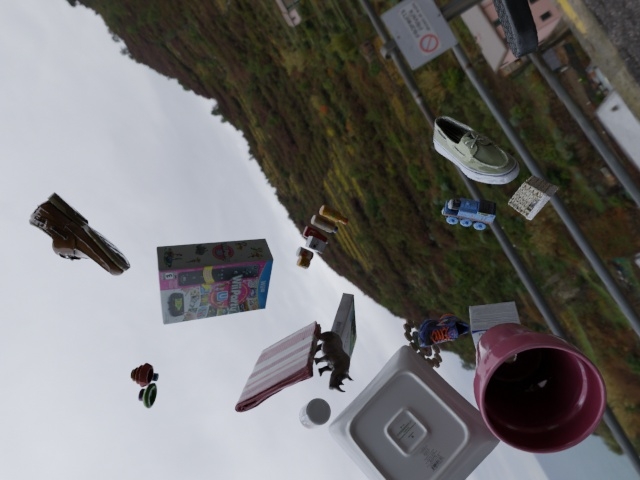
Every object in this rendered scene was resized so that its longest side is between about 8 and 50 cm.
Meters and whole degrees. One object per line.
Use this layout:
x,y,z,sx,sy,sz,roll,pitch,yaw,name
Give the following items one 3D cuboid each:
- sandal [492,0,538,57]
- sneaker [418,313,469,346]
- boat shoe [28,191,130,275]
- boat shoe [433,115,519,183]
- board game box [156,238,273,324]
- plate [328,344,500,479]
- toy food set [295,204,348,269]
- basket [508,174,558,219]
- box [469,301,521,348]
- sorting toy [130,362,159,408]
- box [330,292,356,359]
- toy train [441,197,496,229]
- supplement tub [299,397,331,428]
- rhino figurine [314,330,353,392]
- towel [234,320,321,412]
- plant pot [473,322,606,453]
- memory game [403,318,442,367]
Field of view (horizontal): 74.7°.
0.362,-0.590,0.813,0.445,0.107,0.167,66,-157,-11,sandal
0.401,0.293,1.366,0.087,0.221,0.083,6,107,53,sneaker
-0.608,0.007,1.057,0.307,0.104,0.110,36,163,20,boat shoe
0.415,-0.255,1.169,0.302,0.109,0.094,47,173,45,boat shoe
-0.304,0.116,1.209,0.097,0.304,0.223,-117,30,-42,board game box
0.191,0.413,0.908,0.278,0.277,0.045,42,174,31,plate
0.000,0.000,1.479,0.105,0.232,0.111,25,173,-21,toy food set
0.774,-0.162,1.530,0.103,0.113,0.167,40,-143,19,basket
0.484,0.237,1.158,0.137,0.126,0.072,-51,-53,-63,box
-0.369,0.297,0.871,0.061,0.042,0.101,-78,-9,-71,sorting toy
0.101,0.414,1.796,0.321,0.059,0.232,84,-159,-44,box
0.535,-0.103,1.507,0.105,0.184,0.080,88,-162,-56,toy train
-0.031,0.797,1.922,0.116,0.117,0.190,64,153,22,supplement tub
0.036,0.371,1.297,0.243,0.107,0.073,-119,10,-57,rhino figurine
-0.111,0.363,1.247,0.037,0.237,0.329,59,-170,-7,towel
0.372,0.244,0.770,0.201,0.201,0.180,59,-168,-7,plant pot
0.347,0.348,1.419,0.186,0.012,0.186,34,-151,-22,memory game
